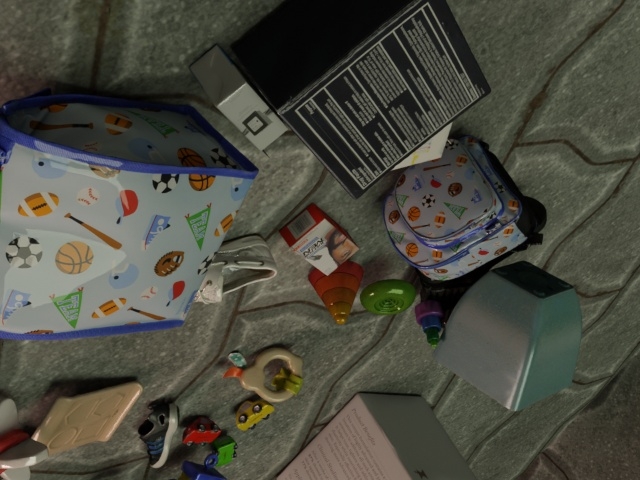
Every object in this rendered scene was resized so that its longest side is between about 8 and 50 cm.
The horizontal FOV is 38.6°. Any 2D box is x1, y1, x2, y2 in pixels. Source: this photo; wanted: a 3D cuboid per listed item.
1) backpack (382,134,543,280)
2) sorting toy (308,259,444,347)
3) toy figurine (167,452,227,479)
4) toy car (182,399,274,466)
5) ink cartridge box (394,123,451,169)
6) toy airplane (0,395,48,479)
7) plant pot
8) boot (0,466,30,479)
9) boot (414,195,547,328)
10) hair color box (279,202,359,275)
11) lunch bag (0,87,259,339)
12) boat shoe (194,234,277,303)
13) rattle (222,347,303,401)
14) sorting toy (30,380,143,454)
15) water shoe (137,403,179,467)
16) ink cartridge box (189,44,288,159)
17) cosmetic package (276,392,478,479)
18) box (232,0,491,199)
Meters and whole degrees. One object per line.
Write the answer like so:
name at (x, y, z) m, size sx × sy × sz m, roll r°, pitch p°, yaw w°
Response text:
backpack at (0.262, -0.054, 1.835) m, size 0.263 × 0.276 × 0.213 m, roll -40°, pitch 142°, yaw 20°
sorting toy at (0.136, 0.160, 2.006) m, size 0.366 × 0.126 × 0.127 m, roll 21°, pitch 137°, yaw -32°
toy figurine at (-0.344, 0.585, 2.202) m, size 0.217 × 0.191 × 0.363 m, roll -54°, pitch 138°, yaw 3°
toy car at (-0.239, 0.479, 2.244) m, size 0.239 × 0.053 × 0.225 m, roll -15°, pitch 142°, yaw -25°
ink cartridge box at (0.170, -0.204, 1.703) m, size 0.143 × 0.092 × 0.089 m, roll -17°, pitch 142°, yaw -26°
toy airplane at (-0.668, 0.443, 1.620) m, size 0.386 × 0.272 × 0.384 m, roll 37°, pitch 83°, yaw -34°
plant pot at (0.447, 0.193, 2.070) m, size 0.248 × 0.247 × 0.252 m, roll -12°, pitch 124°, yaw -43°
boot at (-0.658, 0.480, 1.876) m, size 0.198 × 0.077 × 0.137 m, roll -48°, pitch 149°, yaw 21°
boot at (0.377, 0.052, 2.164) m, size 0.348 × 0.131 × 0.260 m, roll -25°, pitch 143°, yaw -3°
hair color box at (0.000, 0.000, 1.849) m, size 0.093 × 0.053 × 0.167 m, roll -41°, pitch 147°, yaw 8°
lunch bag at (-0.342, -0.036, 1.330) m, size 0.386 × 0.239 × 0.327 m, roll -6°, pitch 129°, yaw -49°
boat shoe at (-0.211, 0.072, 1.719) m, size 0.277 × 0.096 × 0.098 m, roll -20°, pitch 144°, yaw -21°
rattle at (-0.150, 0.303, 2.122) m, size 0.200 × 0.143 × 0.130 m, roll 2°, pitch 101°, yaw -22°
sorting toy at (-0.490, 0.365, 1.883) m, size 0.208 × 0.038 × 0.193 m, roll -1°, pitch 134°, yaw -52°
water shoe at (-0.379, 0.439, 2.078) m, size 0.080 × 0.073 × 0.203 m, roll 9°, pitch 126°, yaw -18°
ink cartridge box at (-0.119, -0.214, 1.435) m, size 0.060 × 0.104 × 0.180 m, roll -39°, pitch 147°, yaw 5°
cosmetic package at (0.162, 0.686, 2.593) m, size 0.327 × 0.329 × 0.393 m, roll 15°, pitch 123°, yaw -48°
box at (0.070, -0.270, 1.454) m, size 0.294 × 0.182 × 0.296 m, roll -39°, pitch 145°, yaw 5°
